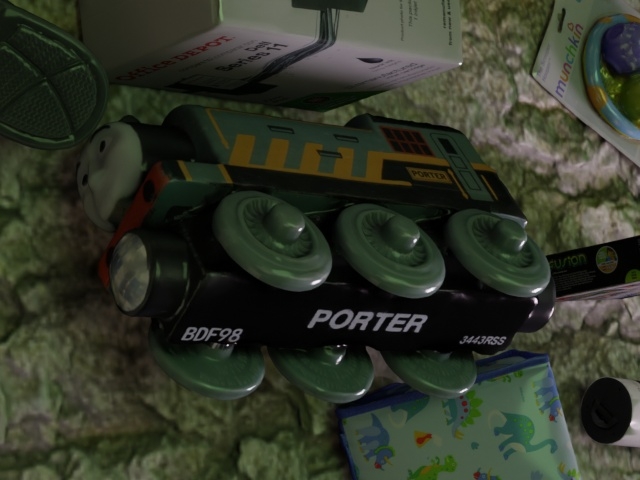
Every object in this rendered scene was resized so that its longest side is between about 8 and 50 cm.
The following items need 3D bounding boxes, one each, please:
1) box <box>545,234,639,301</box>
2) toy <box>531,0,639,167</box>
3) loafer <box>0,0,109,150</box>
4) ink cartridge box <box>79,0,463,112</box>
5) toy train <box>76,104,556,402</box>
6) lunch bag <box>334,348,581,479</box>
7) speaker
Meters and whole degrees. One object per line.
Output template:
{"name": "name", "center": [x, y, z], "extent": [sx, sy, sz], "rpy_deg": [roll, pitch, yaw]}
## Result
{"name": "box", "center": [0.274, 0.014, 1.299], "extent": [0.114, 0.207, 0.036], "rpy_deg": [0, 80, -42]}
{"name": "toy", "center": [0.291, -0.134, 1.451], "extent": [0.237, 0.056, 0.137], "rpy_deg": [37, 56, -29]}
{"name": "loafer", "center": [-0.247, -0.140, 0.980], "extent": [0.267, 0.084, 0.096], "rpy_deg": [35, 90, -26]}
{"name": "ink cartridge box", "center": [-0.033, -0.149, 1.106], "extent": [0.208, 0.153, 0.087], "rpy_deg": [4, 78, -40]}
{"name": "toy train", "center": [0.000, 0.000, 1.096], "extent": [0.334, 0.142, 0.190], "rpy_deg": [4, 41, -36]}
{"name": "lunch bag", "center": [0.096, 0.157, 1.188], "extent": [0.151, 0.096, 0.129], "rpy_deg": [-17, 91, -13]}
{"name": "speaker", "center": [0.274, 0.143, 1.372], "extent": [0.136, 0.055, 0.055], "rpy_deg": [10, 73, -39]}
